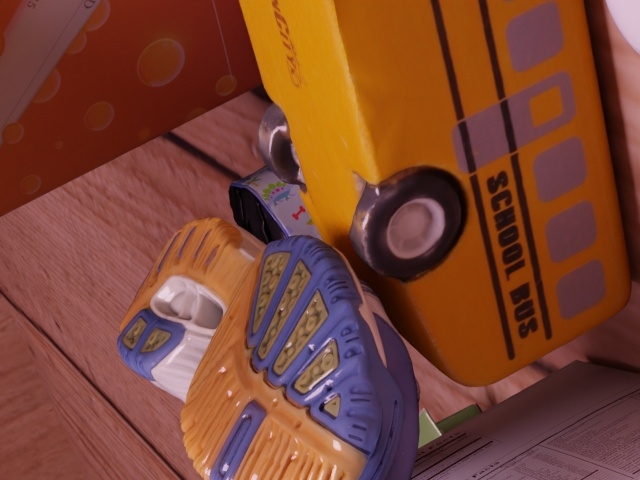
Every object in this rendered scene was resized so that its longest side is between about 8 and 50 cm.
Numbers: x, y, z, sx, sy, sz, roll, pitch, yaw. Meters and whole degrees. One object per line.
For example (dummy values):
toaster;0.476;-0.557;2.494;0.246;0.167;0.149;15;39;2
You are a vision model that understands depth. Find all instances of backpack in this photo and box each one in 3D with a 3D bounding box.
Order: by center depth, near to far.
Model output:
backpack;0.000;0.000;1.160;0.114;0.084;0.105;62;165;-17

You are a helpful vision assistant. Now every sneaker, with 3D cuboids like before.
sneaker;0.005;0.066;0.876;0.131;0.112;0.296;33;-177;-20

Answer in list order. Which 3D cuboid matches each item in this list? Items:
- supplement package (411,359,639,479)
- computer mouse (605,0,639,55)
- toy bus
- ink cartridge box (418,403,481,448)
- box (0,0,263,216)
supplement package;0.141;0.180;0.886;0.194;0.149;0.203;65;164;-11
computer mouse;0.115;-0.125;0.665;0.106;0.042;0.193;34;148;58
toy bus;0.036;-0.095;0.801;0.108;0.130;0.333;45;157;51
ink cartridge box;0.088;0.175;1.192;0.109;0.062;0.209;58;154;17
box;-0.232;-0.143;1.175;0.168;0.345;0.215;44;156;45
